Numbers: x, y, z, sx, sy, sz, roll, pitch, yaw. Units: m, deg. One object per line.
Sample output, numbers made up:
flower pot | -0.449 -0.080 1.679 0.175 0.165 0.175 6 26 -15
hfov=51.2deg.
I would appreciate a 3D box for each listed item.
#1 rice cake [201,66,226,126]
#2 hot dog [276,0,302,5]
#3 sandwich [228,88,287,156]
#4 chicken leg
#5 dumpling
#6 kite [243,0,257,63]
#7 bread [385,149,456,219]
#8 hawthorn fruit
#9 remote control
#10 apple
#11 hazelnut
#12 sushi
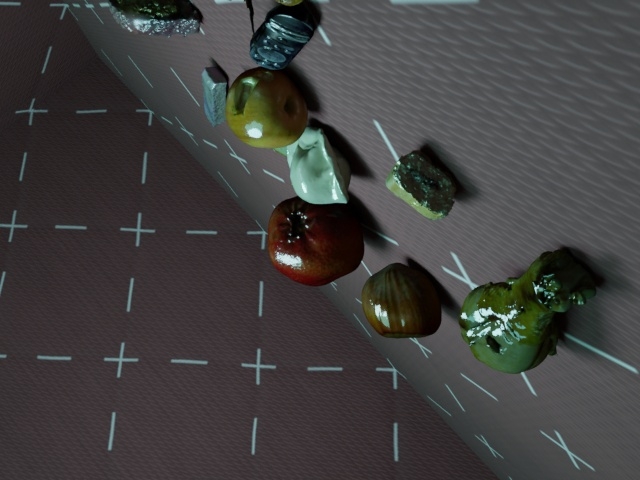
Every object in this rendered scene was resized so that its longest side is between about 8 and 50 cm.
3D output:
rice cake | -0.321 -0.436 2.039 0.070 0.064 0.399 58 170 1
hot dog | -0.111 -0.480 1.004 0.286 0.061 0.088 56 179 -31
sandwich | -0.119 -0.305 1.676 0.186 0.065 0.215 35 164 51
chicken leg | 0.356 0.125 1.144 0.201 0.153 0.429 33 159 12
dumpling | -0.013 -0.179 1.552 0.252 0.131 0.179 30 144 59
kite | -0.126 -0.430 1.166 0.189 0.009 0.232 -95 -4 -65
bread | 0.179 -0.098 1.170 0.125 0.082 0.106 38 -179 -2
hawthorn fruit | 0.000 0.000 1.830 0.265 0.265 0.307 43 -171 29
remote control | -0.069 -0.378 1.211 0.090 0.066 0.266 13 175 -17
apple | -0.116 -0.285 1.459 0.199 0.199 0.199 46 170 11
hazelnut | 0.219 0.160 1.742 0.210 0.210 0.186 40 -169 38
sushi | -0.426 -0.576 1.668 0.241 0.161 0.107 47 169 11
